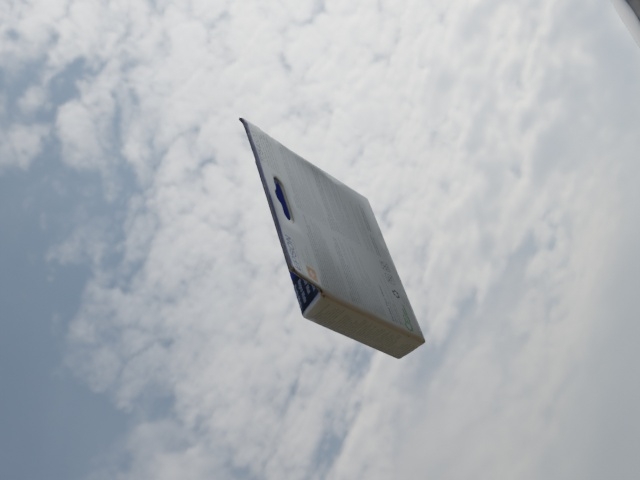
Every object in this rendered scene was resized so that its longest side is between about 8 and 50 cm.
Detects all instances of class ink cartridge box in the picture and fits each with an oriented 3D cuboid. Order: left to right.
[{"bbox_3d":[0.000,0.000,0.981,0.045,0.223,0.224,-38,-43,21],"label":"ink cartridge box"}]

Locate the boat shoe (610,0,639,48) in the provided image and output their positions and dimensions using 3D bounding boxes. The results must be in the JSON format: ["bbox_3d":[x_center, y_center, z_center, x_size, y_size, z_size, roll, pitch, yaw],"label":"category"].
[{"bbox_3d":[0.308,-0.105,0.662,0.088,0.267,0.096,-36,8,14],"label":"boat shoe"}]
